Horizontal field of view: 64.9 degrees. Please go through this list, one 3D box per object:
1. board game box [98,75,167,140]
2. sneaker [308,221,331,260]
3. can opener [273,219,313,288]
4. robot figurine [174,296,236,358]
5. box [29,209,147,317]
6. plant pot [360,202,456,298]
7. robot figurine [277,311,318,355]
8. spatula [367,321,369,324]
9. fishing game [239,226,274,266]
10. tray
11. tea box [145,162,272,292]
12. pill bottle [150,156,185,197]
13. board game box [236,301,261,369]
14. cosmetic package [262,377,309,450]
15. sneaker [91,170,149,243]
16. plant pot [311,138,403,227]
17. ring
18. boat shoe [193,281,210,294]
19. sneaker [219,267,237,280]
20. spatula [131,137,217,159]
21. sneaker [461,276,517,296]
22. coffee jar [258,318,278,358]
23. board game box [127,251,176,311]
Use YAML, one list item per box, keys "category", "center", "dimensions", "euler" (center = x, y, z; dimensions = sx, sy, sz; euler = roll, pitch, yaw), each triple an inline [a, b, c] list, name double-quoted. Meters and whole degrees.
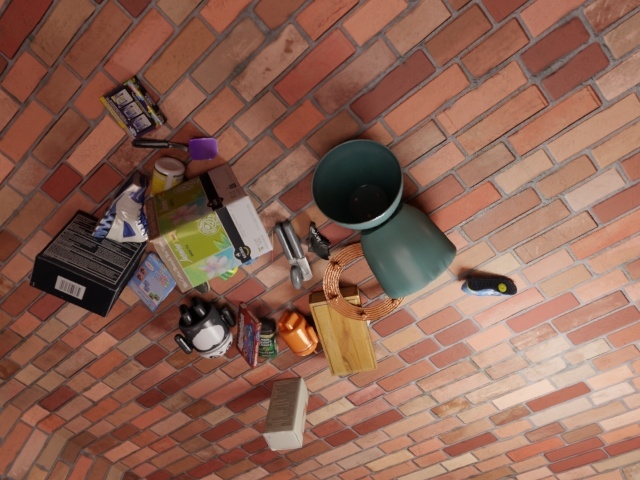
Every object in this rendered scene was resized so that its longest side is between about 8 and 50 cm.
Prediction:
- category: "board game box"
  center: [-0.615, -0.432, 1.660]
  dimensions: [0.141, 0.048, 0.170]
  euler: [-20, 121, 22]
- category: "sneaker"
  center: [0.000, 0.002, 1.887]
  dimensions: [0.089, 0.051, 0.170]
  euler: [7, 130, 2]
- category: "can opener"
  center: [-0.102, 0.055, 1.917]
  dimensions: [0.074, 0.093, 0.280]
  euler: [-11, 118, 16]
- category: "robot figurine"
  center: [-0.489, 0.375, 2.136]
  dimensions: [0.209, 0.173, 0.278]
  euler: [-11, 123, 24]
- category: "box"
  center: [-0.866, 0.087, 1.908]
  dimensions: [0.296, 0.294, 0.182]
  euler: [28, 126, -12]
- category: "plant pot"
  center: [0.276, 0.014, 1.727]
  dimensions: [0.293, 0.293, 0.235]
  euler: [-32, 103, 26]
- category: "robot figurine"
  center: [-0.093, 0.399, 2.130]
  dimensions: [0.158, 0.128, 0.219]
  euler: [-27, 119, 9]
- category: "spatula"
  center: [0.105, 0.410, 2.182]
  dimensions: [0.168, 0.019, 0.242]
  euler: [10, 126, -7]
- category: "fishing game"
  center: [-0.304, 0.012, 1.892]
  dimensions: [0.264, 0.041, 0.189]
  euler: [1, 106, -7]
- category: "tray"
  center: [0.099, 0.388, 2.107]
  dimensions: [0.203, 0.076, 0.410]
  euler: [-11, 121, 8]
- category: "tea box"
  center: [-0.377, -0.053, 1.664]
  dimensions: [0.324, 0.329, 0.220]
  euler: [-27, 122, -8]
- category: "pill bottle"
  center: [-0.546, -0.194, 1.785]
  dimensions: [0.103, 0.103, 0.184]
  euler: [19, 125, -6]
- category: "board game box"
  center: [-0.313, 0.413, 2.174]
  dimensions: [0.027, 0.145, 0.281]
  euler: [-18, 134, -33]
- category: "cosmetic package"
  center: [-0.152, 0.790, 2.310]
  dimensions: [0.153, 0.296, 0.129]
  euler: [-10, 122, 14]
- category: "sneaker"
  center: [-0.694, -0.099, 1.874]
  dimensions: [0.182, 0.127, 0.315]
  euler: [30, 119, -29]
- category: "plant pot"
  center: [0.137, -0.156, 1.648]
  dimensions: [0.290, 0.290, 0.195]
  euler: [-10, 160, 14]
- category: "ring"
  center: [0.177, 0.165, 1.932]
  dimensions: [0.337, 0.032, 0.336]
  euler: [0, 110, -1]
- category: "boat shoe"
  center: [-0.534, 0.145, 2.041]
  dimensions: [0.080, 0.073, 0.223]
  euler: [-19, 120, 19]
- category: "sneaker"
  center: [-0.473, 0.078, 1.964]
  dimensions: [0.296, 0.109, 0.123]
  euler: [27, 120, -12]
- category: "spatula"
  center: [-0.503, -0.322, 1.733]
  dimensions: [0.297, 0.030, 0.084]
  euler: [5, 128, 3]
- category: "sneaker"
  center: [0.643, 0.181, 1.929]
  dimensions: [0.209, 0.069, 0.082]
  euler: [4, 159, -6]
- category: "coffee jar"
  center: [-0.238, 0.427, 2.199]
  dimensions: [0.096, 0.079, 0.184]
  euler: [2, 125, 6]
- category: "board game box"
  center: [-0.688, 0.172, 2.070]
  dimensions: [0.160, 0.039, 0.211]
  euler: [46, 122, 3]
